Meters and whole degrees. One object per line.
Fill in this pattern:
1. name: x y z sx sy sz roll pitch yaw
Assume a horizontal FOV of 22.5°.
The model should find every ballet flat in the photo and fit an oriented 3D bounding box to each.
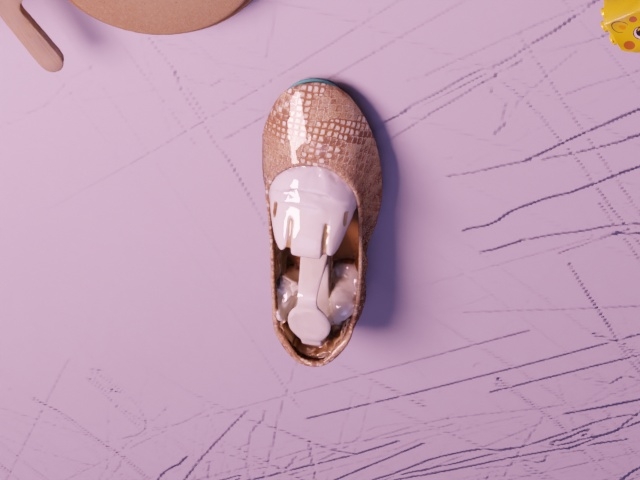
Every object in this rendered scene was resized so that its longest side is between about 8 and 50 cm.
1. ballet flat: 0.000 0.000 0.951 0.073 0.067 0.206 3 136 9

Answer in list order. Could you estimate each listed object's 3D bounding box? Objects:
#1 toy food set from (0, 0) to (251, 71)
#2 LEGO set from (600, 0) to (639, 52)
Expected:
1. toy food set: -0.085 -0.160 0.827 0.192 0.039 0.132 -14 140 16
2. LEGO set: 0.192 -0.118 0.779 0.093 0.087 0.227 -20 128 28
